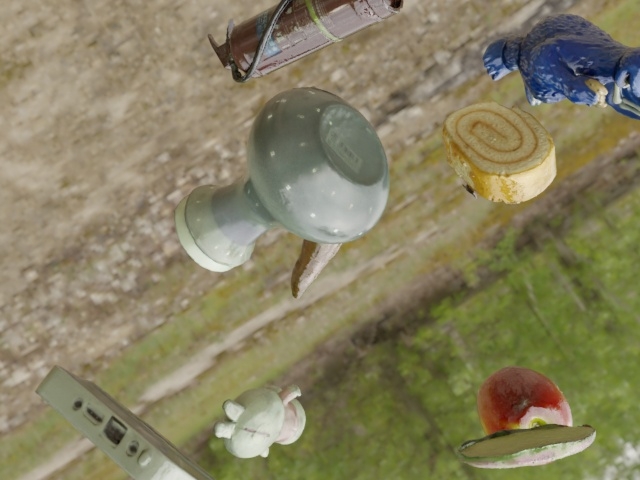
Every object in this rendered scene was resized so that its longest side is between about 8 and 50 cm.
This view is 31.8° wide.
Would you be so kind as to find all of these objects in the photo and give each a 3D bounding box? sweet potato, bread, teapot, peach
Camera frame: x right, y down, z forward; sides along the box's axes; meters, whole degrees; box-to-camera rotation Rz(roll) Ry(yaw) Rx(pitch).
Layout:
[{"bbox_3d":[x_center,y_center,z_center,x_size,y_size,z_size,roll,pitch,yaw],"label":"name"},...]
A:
[{"bbox_3d":[0.000,0.000,2.027,0.077,0.077,0.243,-19,149,-57],"label":"sweet potato"},{"bbox_3d":[0.332,0.334,1.817,0.229,0.033,0.228,-9,179,0],"label":"bread"},{"bbox_3d":[-0.050,-0.055,1.286,0.251,0.183,0.183,-30,175,38],"label":"teapot"},{"bbox_3d":[0.417,0.358,2.303,0.226,0.196,0.189,-134,-121,-79],"label":"peach"},{"bbox_3d":[0.230,-0.112,1.421,0.122,0.149,0.073,-28,140,-11],"label":"bread"}]

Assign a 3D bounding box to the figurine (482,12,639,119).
[{"bbox_3d":[0.334,-0.227,1.424,0.164,0.262,0.120,12,95,-45],"label":"figurine"}]

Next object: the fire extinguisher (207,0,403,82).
[{"bbox_3d":[-0.040,-0.347,1.764,0.341,0.141,0.105,-19,154,31],"label":"fire extinguisher"}]

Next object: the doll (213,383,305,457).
[{"bbox_3d":[-0.104,0.336,2.098,0.154,0.113,0.275,-63,162,4],"label":"doll"}]

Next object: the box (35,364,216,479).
[{"bbox_3d":[-0.337,0.404,2.149,0.090,0.367,0.373,-52,146,-13],"label":"box"}]
